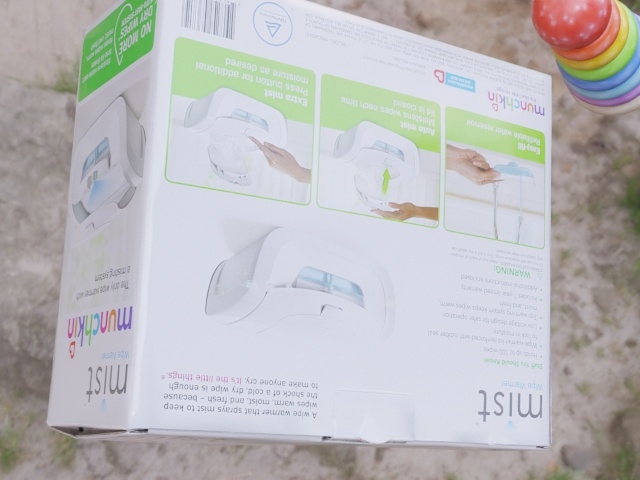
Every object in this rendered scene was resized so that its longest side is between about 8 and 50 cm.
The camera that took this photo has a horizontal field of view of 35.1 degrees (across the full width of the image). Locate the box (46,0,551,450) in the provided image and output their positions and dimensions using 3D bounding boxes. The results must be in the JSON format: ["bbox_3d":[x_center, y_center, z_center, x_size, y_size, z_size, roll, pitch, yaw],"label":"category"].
[{"bbox_3d":[0.000,0.000,0.573,0.262,0.127,0.231,8,78,-32],"label":"box"}]

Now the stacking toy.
[{"bbox_3d":[0.335,-0.251,1.259,0.141,0.141,0.330,58,21,19],"label":"stacking toy"}]
